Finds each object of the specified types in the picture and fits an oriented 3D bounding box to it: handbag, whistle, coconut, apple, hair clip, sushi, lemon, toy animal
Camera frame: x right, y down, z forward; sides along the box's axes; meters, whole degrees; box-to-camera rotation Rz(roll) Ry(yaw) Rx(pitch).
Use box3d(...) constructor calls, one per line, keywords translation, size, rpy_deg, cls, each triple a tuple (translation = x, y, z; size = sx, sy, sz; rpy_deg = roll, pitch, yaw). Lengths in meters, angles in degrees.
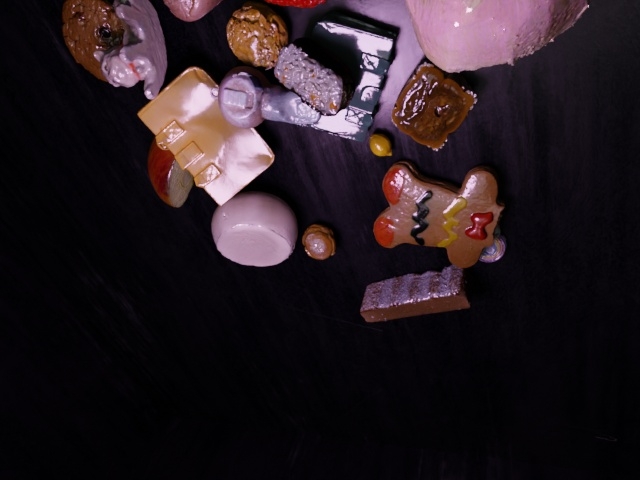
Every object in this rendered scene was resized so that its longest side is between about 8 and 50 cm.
box3d(translation=(0.070, -0.467, 1.282), size=(0.239, 0.089, 0.326), rpy_deg=(20, 132, 5), cls="handbag")
box3d(translation=(-0.160, -0.419, 1.322), size=(0.348, 0.189, 0.189), rpy_deg=(11, 131, 5), cls="whistle")
box3d(translation=(0.344, -0.571, 0.873), size=(0.405, 0.404, 0.404), rpy_deg=(11, 130, 14), cls="coconut")
box3d(translation=(-0.553, -0.291, 1.639), size=(0.254, 0.179, 0.346), rpy_deg=(51, 140, 31), cls="apple")
box3d(translation=(0.569, 0.027, 1.506), size=(0.116, 0.049, 0.172), rpy_deg=(37, 127, -14), cls="hair clip")
box3d(translation=(-0.012, -0.442, 1.192), size=(0.225, 0.126, 0.136), rpy_deg=(35, 135, -5), cls="sushi")
box3d(translation=(-0.374, -0.344, 1.468), size=(0.283, 0.133, 0.401), rpy_deg=(-39, 110, 2), cls="handbag")
box3d(translation=(0.191, -0.299, 1.382), size=(0.092, 0.065, 0.065), rpy_deg=(42, 131, -10), cls="lemon")
box3d(translation=(-0.600, -0.625, 1.332), size=(0.188, 0.266, 0.307), rpy_deg=(5, 147, 27), cls="toy animal")

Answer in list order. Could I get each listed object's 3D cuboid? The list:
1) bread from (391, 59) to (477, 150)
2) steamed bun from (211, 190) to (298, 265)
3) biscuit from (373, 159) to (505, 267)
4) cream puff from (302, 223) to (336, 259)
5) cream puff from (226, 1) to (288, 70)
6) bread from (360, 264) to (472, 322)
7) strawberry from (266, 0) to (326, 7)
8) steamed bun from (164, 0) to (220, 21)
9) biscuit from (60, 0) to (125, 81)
box3d(translation=(0.314, -0.380, 1.234), size=(0.192, 0.109, 0.209), rpy_deg=(31, 132, -5), cls="bread")
box3d(translation=(-0.242, -0.054, 1.642), size=(0.325, 0.206, 0.324), rpy_deg=(1, 146, 1), cls="steamed bun")
box3d(translation=(0.383, -0.090, 1.436), size=(0.394, 0.076, 0.368), rpy_deg=(16, 125, 14), cls="biscuit")
box3d(translation=(-0.002, -0.001, 1.678), size=(0.127, 0.103, 0.143), rpy_deg=(-17, 120, 17), cls="cream puff")
box3d(translation=(-0.185, -0.582, 1.266), size=(0.189, 0.129, 0.189), rpy_deg=(14, 132, 16), cls="cream puff")
box3d(translation=(0.354, 0.202, 1.655), size=(0.417, 0.165, 0.113), rpy_deg=(-17, 120, 31), cls="bread")
box3d(translation=(-0.051, -0.679, 1.045), size=(0.289, 0.250, 0.238), rpy_deg=(-25, 119, 11), cls="strawberry")
box3d(translation=(-0.332, -0.754, 1.124), size=(0.199, 0.251, 0.301), rpy_deg=(-14, 125, 18), cls="steamed bun")
box3d(translation=(-0.738, -0.667, 1.460), size=(0.296, 0.075, 0.295), rpy_deg=(10, 129, 13), cls="biscuit")
